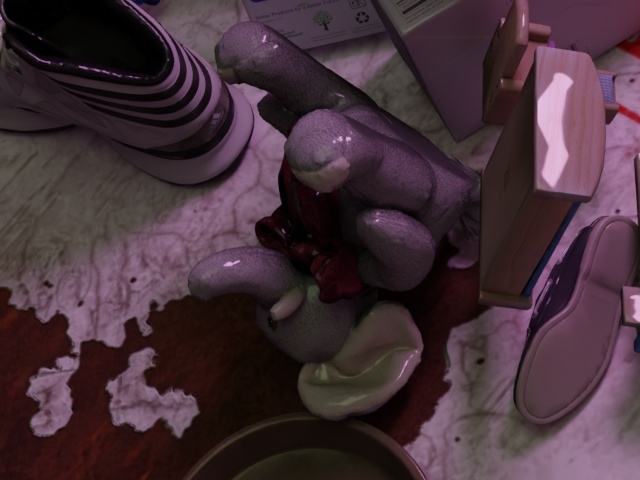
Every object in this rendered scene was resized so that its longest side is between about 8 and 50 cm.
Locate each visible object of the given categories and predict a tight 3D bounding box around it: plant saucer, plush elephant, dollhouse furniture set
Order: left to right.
[{"bbox_3d":[-0.020,0.288,1.525,0.278,0.041,0.278,-9,61,17],"label":"plant saucer"},{"bbox_3d":[0.000,0.000,1.557,0.255,0.330,0.272,-53,40,12],"label":"plush elephant"},{"bbox_3d":[0.305,-0.072,1.455,0.303,0.198,0.286,8,61,-7],"label":"dollhouse furniture set"}]

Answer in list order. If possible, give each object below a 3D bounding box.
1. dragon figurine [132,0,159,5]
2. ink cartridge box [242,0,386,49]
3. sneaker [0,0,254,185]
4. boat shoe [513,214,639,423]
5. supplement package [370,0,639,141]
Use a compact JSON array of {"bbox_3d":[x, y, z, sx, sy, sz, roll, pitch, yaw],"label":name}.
[{"bbox_3d":[-0.314,-0.323,1.865,0.144,0.289,0.085,-157,82,-71],"label":"dragon figurine"},{"bbox_3d":[-0.030,-0.343,1.695,0.165,0.332,0.065,-10,41,15],"label":"ink cartridge box"},{"bbox_3d":[-0.292,-0.222,1.769,0.447,0.257,0.169,20,72,28],"label":"sneaker"},{"bbox_3d":[0.227,0.072,1.549,0.206,0.075,0.065,-63,18,-11],"label":"boat shoe"},{"bbox_3d":[0.185,-0.258,1.641,0.262,0.204,0.145,-31,58,3],"label":"supplement package"}]
